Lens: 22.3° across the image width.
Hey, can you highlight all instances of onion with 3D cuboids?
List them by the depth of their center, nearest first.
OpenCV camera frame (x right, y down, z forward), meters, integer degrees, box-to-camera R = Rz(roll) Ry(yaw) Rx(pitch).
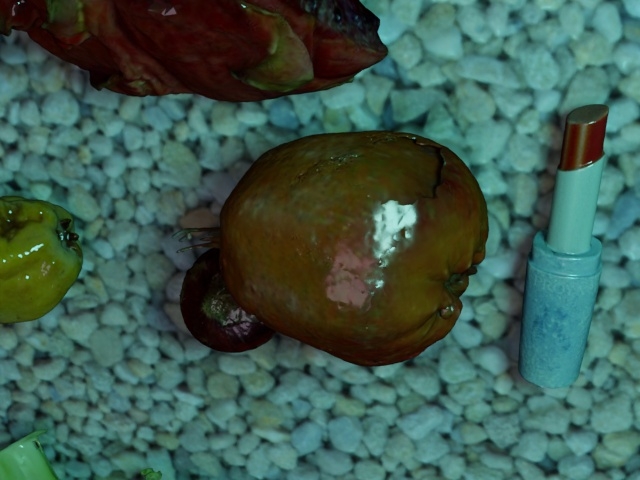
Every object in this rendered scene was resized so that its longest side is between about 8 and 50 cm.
[{"bbox_3d":[-0.081,0.057,1.561,0.107,0.097,0.107,-2,74,8],"label":"onion"}]

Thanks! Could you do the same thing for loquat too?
[{"bbox_3d":[-0.298,0.016,1.589,0.137,0.113,0.137,0,100,0],"label":"loquat"}]

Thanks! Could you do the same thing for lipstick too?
[{"bbox_3d":[0.222,0.004,1.459,0.068,0.061,0.274,11,120,13],"label":"lipstick"}]

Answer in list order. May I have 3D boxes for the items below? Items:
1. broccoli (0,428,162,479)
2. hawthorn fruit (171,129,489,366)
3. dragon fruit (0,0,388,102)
[{"bbox_3d":[-0.281,0.378,1.694,0.317,0.277,0.338,34,114,19],"label":"broccoli"},{"bbox_3d":[0.000,0.000,1.444,0.299,0.211,0.211,7,119,22],"label":"hawthorn fruit"},{"bbox_3d":[-0.146,-0.177,1.374,0.329,0.228,0.286,-22,111,23],"label":"dragon fruit"}]
